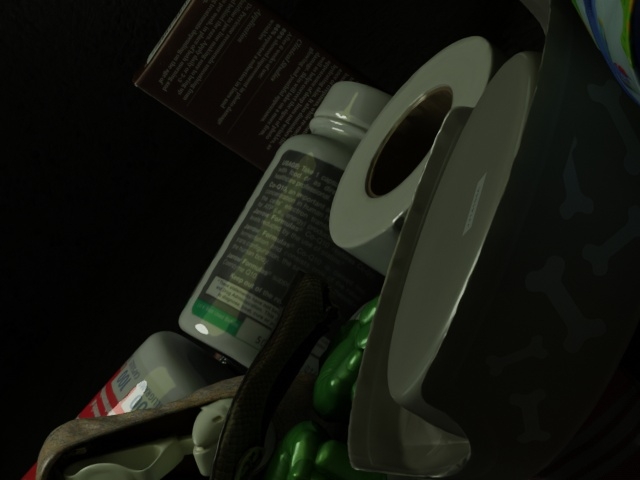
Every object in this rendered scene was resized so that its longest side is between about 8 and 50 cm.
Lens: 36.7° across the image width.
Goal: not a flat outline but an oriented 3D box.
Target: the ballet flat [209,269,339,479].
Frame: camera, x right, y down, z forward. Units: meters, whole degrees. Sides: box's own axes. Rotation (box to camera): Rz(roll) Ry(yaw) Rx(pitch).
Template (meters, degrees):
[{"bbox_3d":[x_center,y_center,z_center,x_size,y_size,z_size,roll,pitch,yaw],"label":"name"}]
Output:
[{"bbox_3d":[-0.039,0.134,0.920,0.084,0.058,0.249,104,-171,-53],"label":"ballet flat"}]

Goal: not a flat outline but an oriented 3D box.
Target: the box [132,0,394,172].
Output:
[{"bbox_3d":[-0.047,-0.195,1.345,0.191,0.381,0.143,-53,16,9],"label":"box"}]

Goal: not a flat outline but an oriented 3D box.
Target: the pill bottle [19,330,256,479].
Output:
[{"bbox_3d":[-0.242,0.326,1.143,0.407,0.229,0.229,-48,18,0],"label":"pill bottle"}]

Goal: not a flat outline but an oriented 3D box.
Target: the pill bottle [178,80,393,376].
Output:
[{"bbox_3d":[0.000,0.000,1.182,0.361,0.204,0.204,-60,18,-9],"label":"pill bottle"}]

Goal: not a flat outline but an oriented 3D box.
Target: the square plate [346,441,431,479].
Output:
[{"bbox_3d":[0.038,0.329,0.784,0.347,0.049,0.344,-61,18,-13],"label":"square plate"}]

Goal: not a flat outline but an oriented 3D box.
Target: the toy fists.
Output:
[{"bbox_3d":[0.020,0.172,0.867,0.279,0.096,0.142,-60,17,-21],"label":"toy fists"}]

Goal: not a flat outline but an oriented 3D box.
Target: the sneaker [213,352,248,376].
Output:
[{"bbox_3d":[-0.140,0.220,1.306,0.276,0.098,0.135,-51,-1,22],"label":"sneaker"}]

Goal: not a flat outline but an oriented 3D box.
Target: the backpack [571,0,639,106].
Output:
[{"bbox_3d":[0.276,-0.112,0.423,0.290,0.356,0.273,-44,23,34],"label":"backpack"}]

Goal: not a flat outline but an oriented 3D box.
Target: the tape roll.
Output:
[{"bbox_3d":[0.147,-0.054,0.953,0.246,0.169,0.246,-48,21,25],"label":"tape roll"}]

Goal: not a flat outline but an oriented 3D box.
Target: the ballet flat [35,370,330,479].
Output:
[{"bbox_3d":[-0.137,0.212,0.970,0.316,0.107,0.106,-16,10,5],"label":"ballet flat"}]

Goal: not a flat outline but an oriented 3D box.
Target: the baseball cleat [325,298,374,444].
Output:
[{"bbox_3d":[0.023,0.159,1.070,0.109,0.072,0.205,-27,33,56],"label":"baseball cleat"}]

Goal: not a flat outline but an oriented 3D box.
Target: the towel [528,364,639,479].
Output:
[{"bbox_3d":[0.180,0.184,0.600,0.144,0.029,0.197,-42,34,15],"label":"towel"}]

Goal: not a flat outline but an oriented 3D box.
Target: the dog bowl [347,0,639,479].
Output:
[{"bbox_3d":[0.124,0.003,0.651,0.349,0.102,0.348,-161,90,-87],"label":"dog bowl"}]
